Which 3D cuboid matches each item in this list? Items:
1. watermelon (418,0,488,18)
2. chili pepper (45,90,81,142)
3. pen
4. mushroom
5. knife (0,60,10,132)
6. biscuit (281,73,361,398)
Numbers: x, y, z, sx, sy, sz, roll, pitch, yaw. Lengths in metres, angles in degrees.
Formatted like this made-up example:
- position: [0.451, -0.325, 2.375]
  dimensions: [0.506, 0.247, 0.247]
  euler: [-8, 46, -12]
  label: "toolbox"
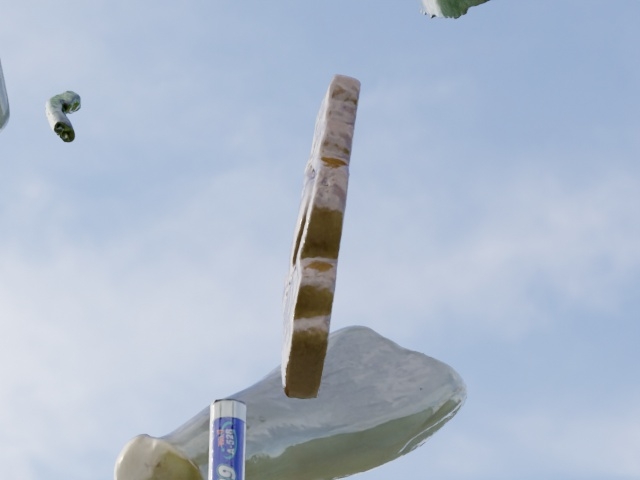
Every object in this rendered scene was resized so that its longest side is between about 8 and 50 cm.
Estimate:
- position: [0.116, -0.197, 1.046]
  dimensions: [0.071, 0.139, 0.187]
  euler: [57, -24, -14]
  label: "watermelon"
- position: [-0.194, -0.097, 1.352]
  dimensions: [0.027, 0.083, 0.022]
  euler: [10, -67, -7]
  label: "chili pepper"
- position: [-0.061, 0.193, 1.132]
  dimensions: [0.025, 0.204, 0.025]
  euler: [0, -33, 0]
  label: "pen"
- position: [-0.031, 0.173, 1.609]
  dimensions: [0.159, 0.329, 0.122]
  euler: [-12, -82, 49]
  label: "mushroom"
- position: [-0.259, -0.194, 1.217]
  dimensions: [0.073, 0.041, 0.265]
  euler: [24, -53, 51]
  label: "knife"
- position: [-0.004, 0.000, 1.496]
  dimensions: [0.044, 0.295, 0.186]
  euler: [7, -48, 1]
  label: "biscuit"
